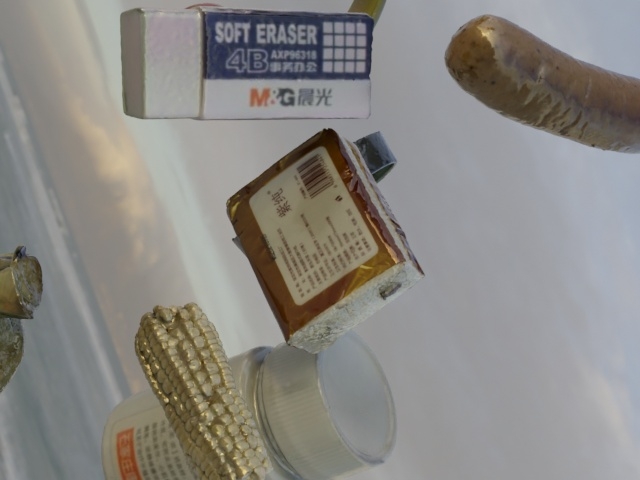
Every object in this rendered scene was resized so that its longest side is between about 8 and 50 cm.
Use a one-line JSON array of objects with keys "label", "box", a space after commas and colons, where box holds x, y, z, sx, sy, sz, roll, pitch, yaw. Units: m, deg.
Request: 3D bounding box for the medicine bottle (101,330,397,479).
[{"label": "medicine bottle", "box": [-0.100, 0.261, 1.560, 0.211, 0.371, 0.211, 41, 38, -41]}]

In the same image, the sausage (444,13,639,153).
[{"label": "sausage", "box": [0.395, -0.217, 1.752, 0.123, 0.500, 0.136, -30, -127, 51]}]

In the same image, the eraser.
[{"label": "eraser", "box": [-0.082, -0.204, 1.329, 0.086, 0.287, 0.130, -163, -110, -63]}]

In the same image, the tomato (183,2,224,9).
[{"label": "tomato", "box": [-0.209, -0.287, 1.854, 0.189, 0.099, 0.173, -31, -101, 36]}]

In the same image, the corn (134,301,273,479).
[{"label": "corn", "box": [-0.115, 0.157, 1.109, 0.087, 0.087, 0.211, 91, -25, -61]}]

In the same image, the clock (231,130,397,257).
[{"label": "clock", "box": [-0.007, -0.059, 1.707, 0.055, 0.280, 0.280, 53, -13, 4]}]

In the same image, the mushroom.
[{"label": "mushroom", "box": [-0.457, 0.103, 1.379, 0.217, 0.292, 0.212, -88, 162, -85]}]

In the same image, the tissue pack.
[{"label": "tissue pack", "box": [0.000, 0.000, 1.400, 0.092, 0.183, 0.226, 30, 28, -56]}]

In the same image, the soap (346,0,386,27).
[{"label": "soap", "box": [0.084, -0.419, 2.001, 0.089, 0.045, 0.140, 50, -58, 56]}]
